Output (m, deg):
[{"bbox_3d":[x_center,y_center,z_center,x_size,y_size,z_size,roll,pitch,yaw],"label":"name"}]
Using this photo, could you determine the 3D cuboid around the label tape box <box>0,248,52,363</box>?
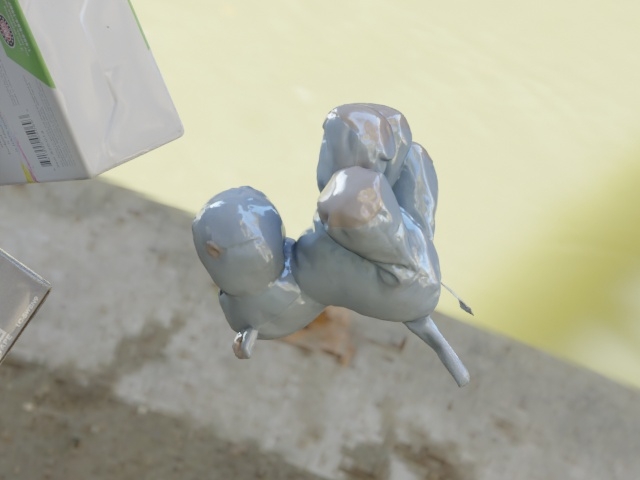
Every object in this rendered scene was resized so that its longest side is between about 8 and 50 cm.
[{"bbox_3d":[-0.452,-0.028,1.620,0.334,0.106,0.241,41,-11,-38],"label":"label tape box"}]

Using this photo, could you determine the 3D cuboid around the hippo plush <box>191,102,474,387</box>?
[{"bbox_3d":[0.000,0.000,1.765,0.237,0.294,0.234,-15,37,20],"label":"hippo plush"}]

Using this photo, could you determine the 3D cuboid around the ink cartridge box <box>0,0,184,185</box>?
[{"bbox_3d":[-0.301,-0.171,1.739,0.119,0.207,0.353,-29,15,-28],"label":"ink cartridge box"}]
